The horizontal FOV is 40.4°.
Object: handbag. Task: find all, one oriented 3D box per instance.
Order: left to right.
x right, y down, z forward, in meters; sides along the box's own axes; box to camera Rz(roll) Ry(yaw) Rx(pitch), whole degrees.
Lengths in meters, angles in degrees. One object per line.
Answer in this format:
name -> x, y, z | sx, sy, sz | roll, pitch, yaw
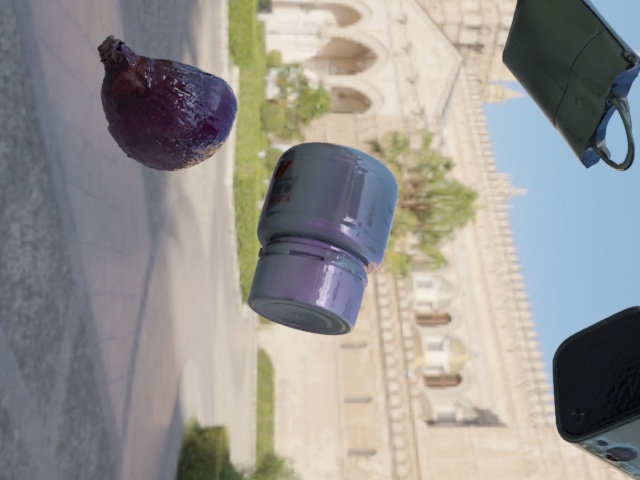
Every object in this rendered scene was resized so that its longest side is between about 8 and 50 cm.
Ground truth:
handbag -> 0.405, -0.242, 1.323 | 0.241, 0.109, 0.315 | 90, -25, -58

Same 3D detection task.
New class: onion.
onion -> -0.330, -0.251, 1.748 | 0.349, 0.267, 0.159 | 32, 43, -53

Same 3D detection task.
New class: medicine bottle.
medicine bottle -> 0.000, 0.000, 1.688 | 0.256, 0.256, 0.324 | 103, 2, -71

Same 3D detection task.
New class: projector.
projector -> 0.634, 0.310, 1.709 | 0.249, 0.249, 0.248 | -37, -149, 39
